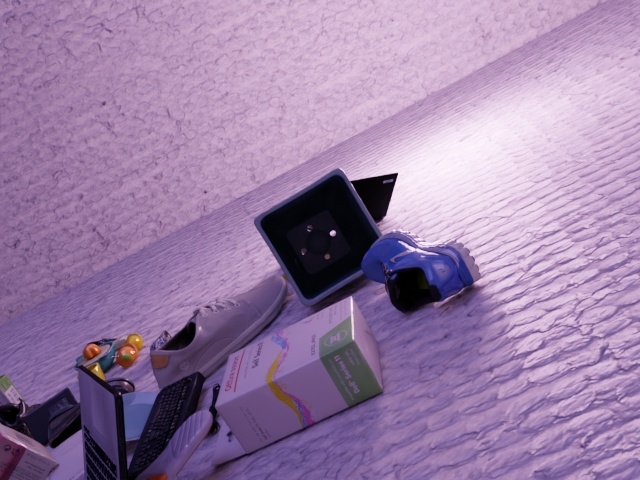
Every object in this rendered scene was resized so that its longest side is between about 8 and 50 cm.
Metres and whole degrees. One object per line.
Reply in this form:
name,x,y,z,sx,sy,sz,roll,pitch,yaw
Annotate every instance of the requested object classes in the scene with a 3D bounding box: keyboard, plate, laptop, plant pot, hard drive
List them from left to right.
laptop,-0.466,0.443,1.311,0.236,0.408,0.382,-4,0,-26
hard drive,-0.688,0.457,2.038,0.135,0.094,0.022,-34,-16,-14
plate,-0.422,0.400,1.768,0.188,0.024,0.188,-4,23,2
keyboard,-0.293,0.372,1.665,0.201,0.033,0.317,-22,21,10
plant pot,0.000,0.000,1.975,0.247,0.248,0.252,-31,-2,-5
laptop,0.060,-0.108,2.228,0.234,0.136,0.264,-11,9,-27

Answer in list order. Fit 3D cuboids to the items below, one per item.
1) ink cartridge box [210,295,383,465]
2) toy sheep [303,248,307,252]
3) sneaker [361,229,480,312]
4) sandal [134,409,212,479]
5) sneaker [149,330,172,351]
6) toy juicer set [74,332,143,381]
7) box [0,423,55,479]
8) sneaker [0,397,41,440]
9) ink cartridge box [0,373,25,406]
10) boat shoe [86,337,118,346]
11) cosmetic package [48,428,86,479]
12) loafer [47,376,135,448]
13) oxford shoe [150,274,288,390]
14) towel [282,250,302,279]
ink cartridge box,-0.069,0.262,1.482,0.353,0.119,0.207,-27,16,9
toy sheep,-0.054,-0.002,2.334,0.091,0.091,0.132,-30,-3,-1
sneaker,0.173,0.065,1.644,0.147,0.130,0.330,-34,16,-24
sandal,-0.262,0.424,1.390,0.265,0.076,0.102,-49,22,-10
sneaker,-0.445,0.299,2.186,0.058,0.052,0.135,-39,8,5
toy juicer set,-0.637,0.327,2.348,0.209,0.089,0.329,-35,16,-16
box,-0.671,0.513,1.619,0.148,0.127,0.232,-1,56,61
sneaker,-0.800,0.469,2.133,0.087,0.130,0.227,-29,14,-2
ink cartridge box,-1.045,0.512,2.467,0.209,0.109,0.062,-25,16,15
boat shoe,-0.693,0.333,2.517,0.142,0.040,0.049,-20,18,32
cosmetic package,-0.495,0.479,1.638,0.117,0.085,0.231,-38,16,-21
loafer,-0.562,0.430,1.937,0.267,0.096,0.084,-32,34,19
oxford shoe,-0.246,0.204,1.966,0.449,0.130,0.169,-40,17,-36
towel,-0.066,-0.007,2.171,0.021,0.237,0.102,10,-5,-18
